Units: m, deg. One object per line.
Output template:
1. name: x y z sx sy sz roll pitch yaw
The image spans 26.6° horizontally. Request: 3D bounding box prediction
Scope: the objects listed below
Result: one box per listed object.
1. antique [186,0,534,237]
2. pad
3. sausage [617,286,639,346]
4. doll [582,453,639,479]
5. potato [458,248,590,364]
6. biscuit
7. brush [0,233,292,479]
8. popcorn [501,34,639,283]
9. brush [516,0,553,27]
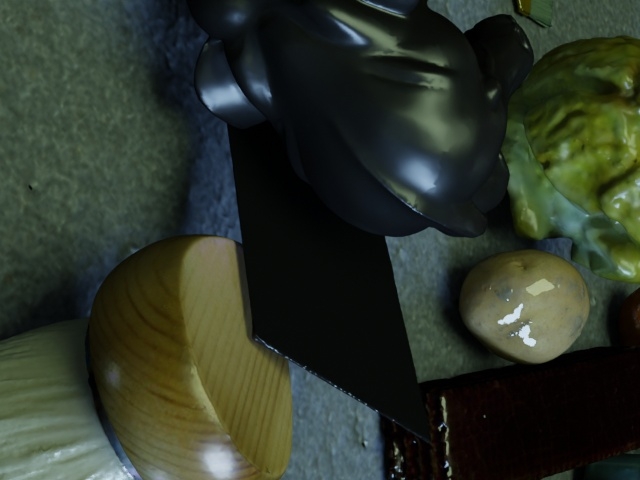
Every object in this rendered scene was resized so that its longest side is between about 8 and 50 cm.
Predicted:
1. antique: 0.041 -0.142 1.052 0.322 0.185 0.255 55 32 2
2. pad: 0.000 0.000 1.056 0.202 0.005 0.299 35 32 -39
3. sausage: 0.382 0.131 1.493 0.089 0.089 0.179 -41 109 -41
4. doll: 0.411 0.294 1.451 0.261 0.161 0.177 -2 88 -45
5. potato: 0.195 0.062 1.293 0.147 0.112 0.112 11 78 -38
6. biscuit: 0.207 0.173 1.315 0.388 0.073 0.107 -4 88 -46
7. brush: -0.118 0.093 0.923 0.174 0.166 0.266 64 15 -14
8. popcorn: 0.317 -0.084 1.333 0.276 0.225 0.276 28 45 -32
9. brush: 0.176 -0.285 1.372 0.205 0.011 0.083 17 75 -43
